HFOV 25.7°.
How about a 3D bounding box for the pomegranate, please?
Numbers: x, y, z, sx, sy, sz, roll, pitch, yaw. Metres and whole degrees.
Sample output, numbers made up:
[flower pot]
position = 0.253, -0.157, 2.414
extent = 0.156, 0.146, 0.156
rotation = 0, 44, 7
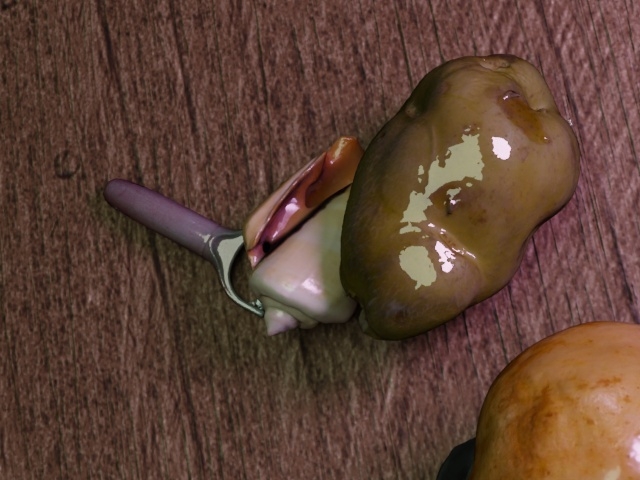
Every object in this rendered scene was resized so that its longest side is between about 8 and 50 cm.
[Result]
[pomegranate]
position = 0.298, 0.251, 1.348
extent = 0.338, 0.338, 0.338
rotation = -5, 74, 17

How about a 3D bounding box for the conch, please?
[conch]
position = -0.002, 0.007, 1.632
extent = 0.158, 0.127, 0.255
rotation = 31, 59, 10

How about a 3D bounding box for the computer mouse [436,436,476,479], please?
[computer mouse]
position = 0.168, 0.306, 1.507
extent = 0.105, 0.062, 0.192
rotation = 6, 78, 19

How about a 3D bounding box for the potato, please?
[potato]
position = 0.141, -0.046, 1.534
extent = 0.218, 0.202, 0.351
rotation = 33, 79, 11

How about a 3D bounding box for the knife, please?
[knife]
position = -0.157, -0.022, 1.713
extent = 0.278, 0.053, 0.123
rotation = 27, 79, 22
